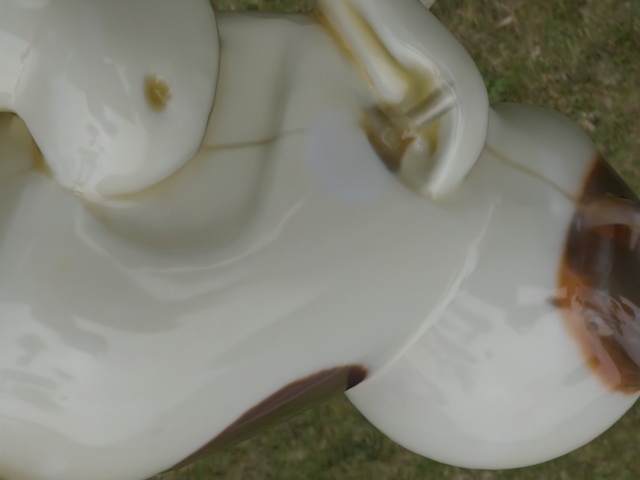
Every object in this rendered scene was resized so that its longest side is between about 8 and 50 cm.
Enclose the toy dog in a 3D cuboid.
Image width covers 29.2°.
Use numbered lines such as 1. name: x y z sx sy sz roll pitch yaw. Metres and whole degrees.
1. toy dog: 0.000 0.000 0.636 0.408 0.395 0.284 10 142 -25
